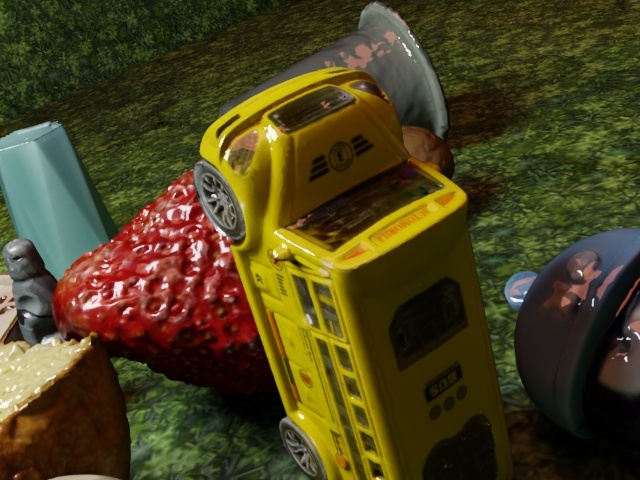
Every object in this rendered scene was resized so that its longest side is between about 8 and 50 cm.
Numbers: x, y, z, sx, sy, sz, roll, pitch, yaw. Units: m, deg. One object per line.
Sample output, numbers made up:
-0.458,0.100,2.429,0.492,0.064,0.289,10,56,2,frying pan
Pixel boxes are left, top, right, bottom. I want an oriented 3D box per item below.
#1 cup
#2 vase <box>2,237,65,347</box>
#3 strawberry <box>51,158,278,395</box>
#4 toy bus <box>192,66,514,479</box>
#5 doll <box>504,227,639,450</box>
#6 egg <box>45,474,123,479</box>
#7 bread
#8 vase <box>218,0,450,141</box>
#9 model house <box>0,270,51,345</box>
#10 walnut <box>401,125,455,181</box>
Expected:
-0.364,-0.043,1.244,0.148,0.236,0.134,-27,26,-27,cup
-0.267,0.092,0.894,0.059,0.212,0.060,-13,23,6,vase
-0.096,0.052,0.848,0.261,0.261,0.258,14,57,51,strawberry
0.035,0.051,0.631,0.144,0.330,0.152,-29,29,-26,toy bus
0.262,0.080,0.643,0.314,0.141,0.177,21,69,47,doll
-0.133,0.235,0.461,0.219,0.219,0.269,-23,6,-13,egg
-0.271,0.228,0.645,0.194,0.179,0.340,-5,29,32,bread
0.009,-0.190,1.326,0.291,0.245,0.245,-27,25,-11,vase
-0.381,0.131,0.950,0.244,0.169,0.326,-26,23,-24,model house
0.089,-0.081,1.124,0.166,0.149,0.166,-27,-2,-1,walnut
